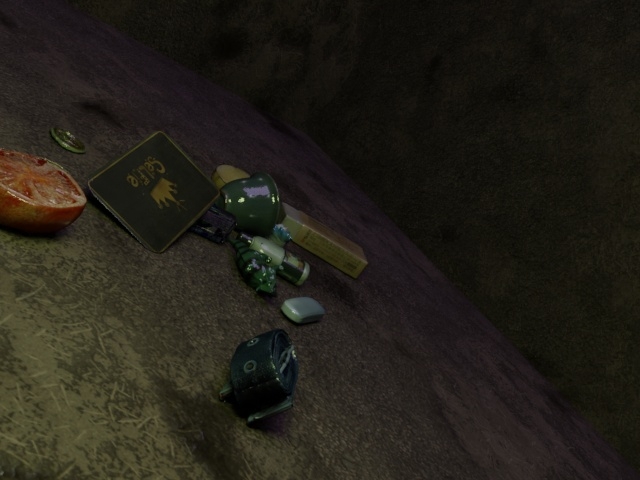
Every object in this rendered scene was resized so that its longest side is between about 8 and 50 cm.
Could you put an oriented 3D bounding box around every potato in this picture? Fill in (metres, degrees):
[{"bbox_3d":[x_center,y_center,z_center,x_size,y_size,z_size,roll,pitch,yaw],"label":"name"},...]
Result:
[{"bbox_3d":[-0.284,-0.171,2.444,0.164,0.081,0.200,50,21,18],"label":"potato"}]

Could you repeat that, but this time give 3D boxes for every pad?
[{"bbox_3d":[-0.404,-0.168,1.847,0.315,0.063,0.375,45,32,-8],"label":"pad"}]

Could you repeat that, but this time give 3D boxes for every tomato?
[{"bbox_3d":[-0.578,-0.090,1.459,0.237,0.095,0.237,31,17,-11],"label":"tomato"}]

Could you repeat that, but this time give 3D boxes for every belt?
[{"bbox_3d":[-0.118,0.251,1.438,0.218,0.128,0.122,-69,135,-77],"label":"belt"}]

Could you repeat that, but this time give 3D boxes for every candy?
[{"bbox_3d":[-0.366,-0.088,1.962,0.312,0.088,0.061,28,18,-32],"label":"candy"}]

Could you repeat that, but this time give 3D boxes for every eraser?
[{"bbox_3d":[0.000,0.000,2.576,0.343,0.078,0.144,31,15,-19],"label":"eraser"}]

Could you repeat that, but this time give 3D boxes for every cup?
[{"bbox_3d":[-0.235,-0.107,2.208,0.150,0.199,0.199,-1,36,-39],"label":"cup"}]

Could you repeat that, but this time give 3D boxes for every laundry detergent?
[{"bbox_3d":[-0.139,0.044,2.126,0.226,0.070,0.099,31,24,-18],"label":"laundry detergent"}]

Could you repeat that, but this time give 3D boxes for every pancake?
[{"bbox_3d":[-0.659,-0.261,1.962,0.108,0.017,0.108,38,11,-9],"label":"pancake"}]

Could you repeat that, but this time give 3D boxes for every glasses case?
[{"bbox_3d":[-0.044,0.181,1.962,0.067,0.045,0.178,42,16,19],"label":"glasses case"}]

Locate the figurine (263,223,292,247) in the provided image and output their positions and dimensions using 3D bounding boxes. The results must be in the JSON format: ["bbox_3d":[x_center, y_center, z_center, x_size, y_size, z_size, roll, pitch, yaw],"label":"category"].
[{"bbox_3d":[-0.141,-0.026,2.316,0.114,0.079,0.114,41,-11,10],"label":"figurine"}]

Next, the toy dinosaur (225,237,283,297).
[{"bbox_3d":[-0.170,0.064,1.978,0.120,0.079,0.292,30,12,-31],"label":"toy dinosaur"}]

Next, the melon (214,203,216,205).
[{"bbox_3d":[-0.339,-0.107,2.090,0.182,0.098,0.054,10,53,-60],"label":"melon"}]
